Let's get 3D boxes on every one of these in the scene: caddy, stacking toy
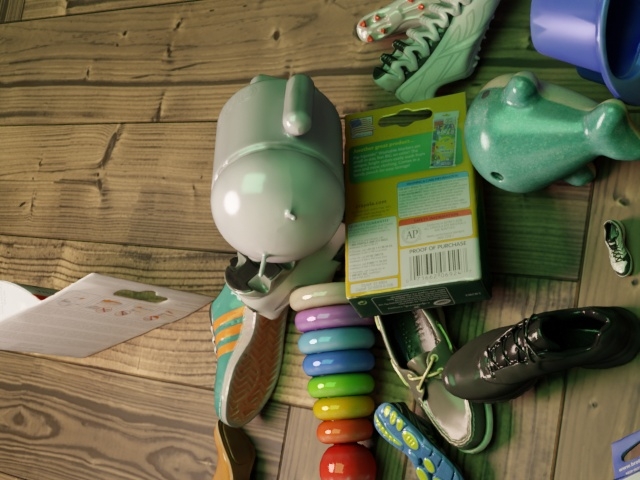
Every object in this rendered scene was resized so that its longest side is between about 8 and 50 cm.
[{"bbox_3d":[0.436,-0.352,1.558,0.179,0.241,0.341,20,93,47],"label":"caddy"},{"bbox_3d":[0.034,0.235,1.812,0.141,0.141,0.330,-13,78,37],"label":"stacking toy"}]

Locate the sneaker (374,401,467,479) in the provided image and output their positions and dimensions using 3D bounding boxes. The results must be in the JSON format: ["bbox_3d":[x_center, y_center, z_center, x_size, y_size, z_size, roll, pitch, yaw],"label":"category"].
[{"bbox_3d":[0.161,0.310,1.726,0.188,0.078,0.067,48,123,20],"label":"sneaker"}]

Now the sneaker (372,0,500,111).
[{"bbox_3d":[0.216,-0.329,1.823,0.292,0.118,0.110,-46,18,12],"label":"sneaker"}]

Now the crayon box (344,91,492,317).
[{"bbox_3d":[0.144,-0.055,1.761,0.203,0.083,0.323,-9,61,17],"label":"crayon box"}]

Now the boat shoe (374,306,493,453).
[{"bbox_3d":[0.161,0.182,1.744,0.109,0.091,0.305,-39,57,26],"label":"boat shoe"}]

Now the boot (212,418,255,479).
[{"bbox_3d":[-0.174,0.419,1.976,0.152,0.073,0.197,-43,53,28],"label":"boot"}]

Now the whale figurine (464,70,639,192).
[{"bbox_3d":[0.316,-0.138,1.615,0.272,0.216,0.141,11,58,50],"label":"whale figurine"}]

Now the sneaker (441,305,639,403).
[{"bbox_3d":[0.290,0.146,1.600,0.286,0.130,0.109,-24,66,23],"label":"sneaker"}]

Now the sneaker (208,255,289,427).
[{"bbox_3d":[-0.135,0.166,1.992,0.121,0.108,0.302,5,78,46],"label":"sneaker"}]

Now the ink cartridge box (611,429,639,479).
[{"bbox_3d":[0.458,0.407,1.404,0.270,0.151,0.395,-34,61,27],"label":"ink cartridge box"}]

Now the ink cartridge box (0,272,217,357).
[{"bbox_3d":[-0.431,0.111,2.106,0.385,0.308,0.091,-25,65,32],"label":"ink cartridge box"}]

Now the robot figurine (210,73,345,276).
[{"bbox_3d":[-0.064,-0.107,1.767,0.353,0.199,0.300,-91,13,-48],"label":"robot figurine"}]

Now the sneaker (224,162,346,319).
[{"bbox_3d":[0.000,0.000,1.915,0.330,0.146,0.122,-39,49,-4],"label":"sneaker"}]

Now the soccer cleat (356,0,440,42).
[{"bbox_3d":[0.152,-0.379,1.914,0.196,0.076,0.068,-17,102,21],"label":"soccer cleat"}]

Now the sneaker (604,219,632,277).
[{"bbox_3d":[0.411,0.011,1.617,0.032,0.037,0.083,-22,67,32],"label":"sneaker"}]
